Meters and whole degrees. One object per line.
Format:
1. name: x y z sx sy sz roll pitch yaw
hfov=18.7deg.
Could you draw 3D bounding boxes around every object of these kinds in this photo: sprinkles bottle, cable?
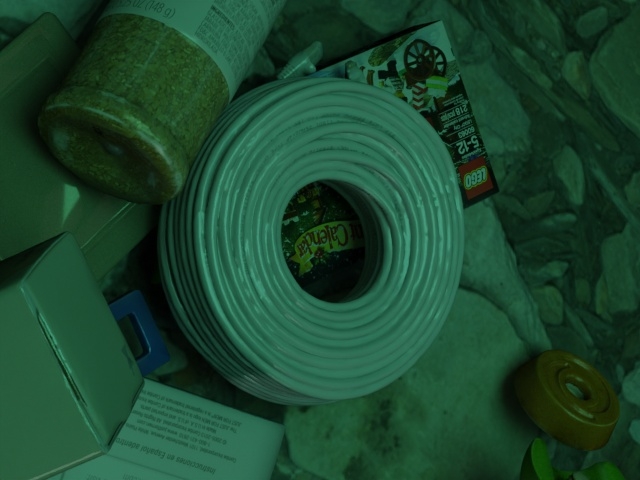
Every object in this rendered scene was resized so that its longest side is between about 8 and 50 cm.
1. sprinkles bottle: -0.082 -0.197 1.482 0.121 0.121 0.355 41 59 -24
2. cable: 0.000 0.000 1.516 0.257 0.089 0.257 -39 107 -27

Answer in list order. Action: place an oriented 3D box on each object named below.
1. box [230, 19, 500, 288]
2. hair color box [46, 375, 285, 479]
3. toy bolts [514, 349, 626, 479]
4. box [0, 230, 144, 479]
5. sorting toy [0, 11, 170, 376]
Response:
1. box: 0.029 -0.071 1.619 0.233 0.044 0.159 -26 101 -31
2. hair color box: -0.177 0.279 1.388 0.185 0.113 0.374 22 80 -30
3. toy bolts: 0.230 0.236 1.709 0.228 0.158 0.218 23 35 -20
4. box: -0.283 0.120 1.253 0.311 0.148 0.121 -24 100 9
5. sorting toy: -0.218 -0.047 1.461 0.196 0.047 0.347 -48 113 -31
